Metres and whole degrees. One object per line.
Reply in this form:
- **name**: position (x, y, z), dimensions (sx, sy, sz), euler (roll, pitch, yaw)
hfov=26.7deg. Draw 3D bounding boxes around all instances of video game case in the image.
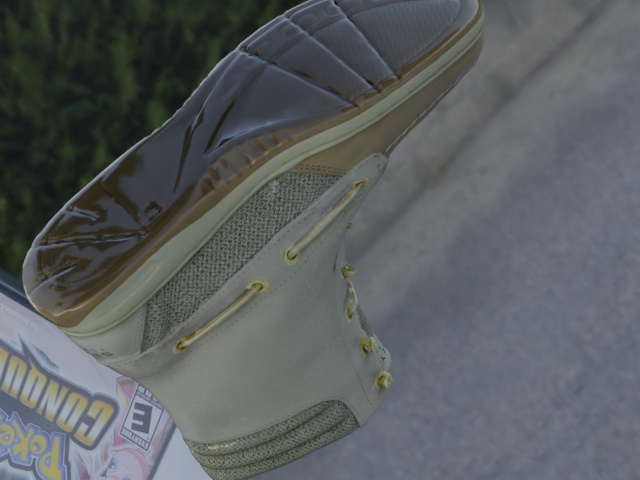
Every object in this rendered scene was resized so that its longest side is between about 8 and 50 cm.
- **video game case**: position (-0.191, 0.168, 0.860), dimensions (0.275, 0.035, 0.248), euler (26, 98, 28)

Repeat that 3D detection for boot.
- **boot**: position (0.000, 0.000, 0.578), dimensions (0.213, 0.165, 0.077), euler (-39, 44, -5)
